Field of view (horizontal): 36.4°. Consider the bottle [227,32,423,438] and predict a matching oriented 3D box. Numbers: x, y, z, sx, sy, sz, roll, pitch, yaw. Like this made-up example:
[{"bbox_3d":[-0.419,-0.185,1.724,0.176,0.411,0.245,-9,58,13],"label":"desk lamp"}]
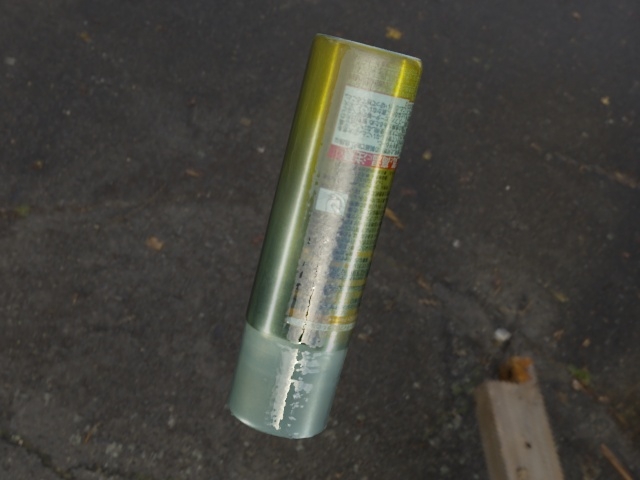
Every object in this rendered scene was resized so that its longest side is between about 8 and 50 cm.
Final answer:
[{"bbox_3d":[0.000,0.000,0.707,0.082,0.286,0.082,14,11,-3],"label":"bottle"}]
